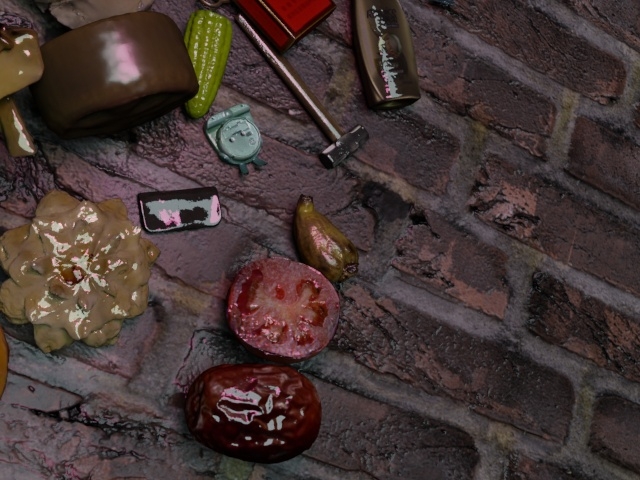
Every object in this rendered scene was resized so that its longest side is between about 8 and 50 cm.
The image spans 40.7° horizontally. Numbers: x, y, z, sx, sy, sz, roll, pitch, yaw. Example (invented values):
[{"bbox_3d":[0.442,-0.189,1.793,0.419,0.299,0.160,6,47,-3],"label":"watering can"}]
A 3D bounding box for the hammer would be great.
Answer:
[{"bbox_3d":[-0.051,-0.316,1.764,0.111,0.043,0.365,-41,96,-22],"label":"hammer"}]

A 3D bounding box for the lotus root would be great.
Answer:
[{"bbox_3d":[0.000,0.000,1.705,0.190,0.094,0.108,56,37,4],"label":"lotus root"}]

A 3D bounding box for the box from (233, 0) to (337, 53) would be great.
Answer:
[{"bbox_3d":[-0.100,-0.511,1.733,0.240,0.074,0.153,47,60,-4],"label":"box"}]

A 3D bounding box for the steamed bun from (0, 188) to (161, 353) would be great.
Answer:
[{"bbox_3d":[-0.414,0.042,1.497,0.296,0.137,0.292,-10,82,-22],"label":"steamed bun"}]

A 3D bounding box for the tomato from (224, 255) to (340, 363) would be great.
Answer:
[{"bbox_3d":[-0.073,0.141,1.619,0.225,0.085,0.224,8,51,-10],"label":"tomato"}]

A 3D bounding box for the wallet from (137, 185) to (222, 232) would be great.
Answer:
[{"bbox_3d":[-0.265,-0.059,1.637,0.157,0.018,0.082,-8,84,-24],"label":"wallet"}]

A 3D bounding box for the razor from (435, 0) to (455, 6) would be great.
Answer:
[{"bbox_3d":[0.267,-0.615,1.952,0.066,0.033,0.190,7,73,-22],"label":"razor"}]

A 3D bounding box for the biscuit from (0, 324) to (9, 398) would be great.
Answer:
[{"bbox_3d":[-0.654,0.200,1.389,0.297,0.102,0.296,3,82,-23],"label":"biscuit"}]

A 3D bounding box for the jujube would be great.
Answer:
[{"bbox_3d":[-0.113,0.309,1.552,0.243,0.183,0.183,15,76,-31],"label":"jujube"}]

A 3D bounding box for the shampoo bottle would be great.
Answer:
[{"bbox_3d":[0.126,-0.457,1.835,0.126,0.084,0.349,-7,83,-22],"label":"shampoo bottle"}]

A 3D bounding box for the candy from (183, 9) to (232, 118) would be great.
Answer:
[{"bbox_3d":[-0.226,-0.336,1.664,0.097,0.097,0.209,11,82,-21],"label":"candy"}]

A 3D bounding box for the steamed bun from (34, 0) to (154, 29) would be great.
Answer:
[{"bbox_3d":[-0.403,-0.558,1.543,0.347,0.237,0.393,-25,91,-25],"label":"steamed bun"}]

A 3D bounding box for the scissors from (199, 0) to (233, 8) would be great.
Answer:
[{"bbox_3d":[-0.147,-0.496,1.756,0.220,0.017,0.088,0,61,-27],"label":"scissors"}]

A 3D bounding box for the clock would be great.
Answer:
[{"bbox_3d":[-0.159,-0.195,1.692,0.101,0.041,0.135,-30,94,-24],"label":"clock"}]

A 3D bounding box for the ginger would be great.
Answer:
[{"bbox_3d":[-0.662,-0.233,1.395,0.414,0.211,0.358,12,67,19],"label":"ginger"}]

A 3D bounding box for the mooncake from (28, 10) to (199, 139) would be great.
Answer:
[{"bbox_3d":[-0.356,-0.275,1.491,0.285,0.284,0.155,-19,91,-24],"label":"mooncake"}]
